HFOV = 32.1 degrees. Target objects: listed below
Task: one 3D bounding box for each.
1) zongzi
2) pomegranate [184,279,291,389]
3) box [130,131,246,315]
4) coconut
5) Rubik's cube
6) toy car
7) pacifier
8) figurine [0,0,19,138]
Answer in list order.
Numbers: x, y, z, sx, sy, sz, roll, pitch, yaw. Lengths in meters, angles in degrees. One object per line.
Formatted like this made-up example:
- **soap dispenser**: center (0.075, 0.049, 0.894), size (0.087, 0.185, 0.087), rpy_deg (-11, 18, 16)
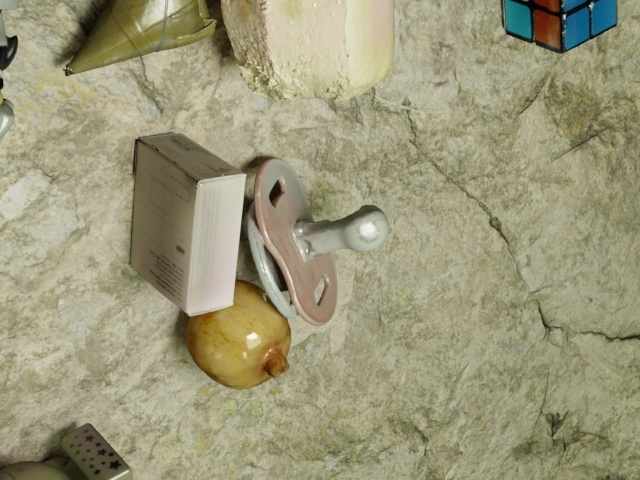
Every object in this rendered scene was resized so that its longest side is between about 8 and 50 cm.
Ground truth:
- **zongzi**: center (-0.301, -0.387, 1.711), size (0.256, 0.115, 0.228), rpy_deg (-21, 122, -19)
- **pomegranate**: center (-0.151, 0.174, 2.081), size (0.207, 0.207, 0.207), rpy_deg (-20, 125, -32)
- **box**: center (-0.231, -0.031, 1.889), size (0.106, 0.203, 0.252), rpy_deg (-11, 120, -38)
- **coconut**: center (-0.025, -0.398, 1.802), size (0.297, 0.297, 0.310), rpy_deg (-30, 130, -26)
- **Rubik's cube**: center (0.484, -0.507, 2.266), size (0.167, 0.180, 0.183), rpy_deg (-29, 127, -26)
- **toy car**: center (-0.510, 0.467, 1.899), size (0.336, 0.242, 0.226), rpy_deg (-2, 117, -42)
- **pacifier**: center (-0.023, -0.001, 2.064), size (0.273, 0.220, 0.332), rpy_deg (-28, 112, -11)
- **figurine**: center (-0.514, -0.242, 1.578), size (0.176, 0.133, 0.237), rpy_deg (1, 110, -32)
